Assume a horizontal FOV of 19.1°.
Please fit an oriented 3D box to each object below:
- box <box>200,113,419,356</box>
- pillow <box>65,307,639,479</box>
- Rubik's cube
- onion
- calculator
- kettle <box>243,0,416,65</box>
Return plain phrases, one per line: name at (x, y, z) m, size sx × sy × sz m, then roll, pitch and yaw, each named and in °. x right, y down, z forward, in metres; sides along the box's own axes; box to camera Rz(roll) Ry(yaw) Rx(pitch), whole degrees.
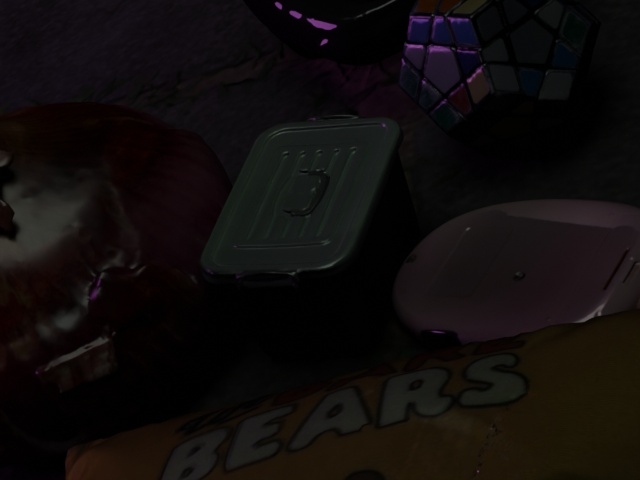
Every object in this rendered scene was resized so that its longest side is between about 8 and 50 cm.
box at (0.000, 0.000, 0.954) m, size 0.084 × 0.069 × 0.122 m, roll -2°, pitch 43°, yaw 25°
pillow at (0.017, 0.157, 0.701) m, size 0.310 × 0.119 × 0.312 m, roll -19°, pitch 37°, yaw 21°
Rubik's cube at (0.093, -0.099, 0.996) m, size 0.111 × 0.111 × 0.093 m, roll -38°, pitch 8°, yaw -14°
onion at (-0.156, 0.001, 0.987) m, size 0.230 × 0.163 × 0.230 m, roll -12°, pitch 37°, yaw 9°
calculator at (0.106, 0.019, 0.898) m, size 0.166 × 0.024 × 0.103 m, roll 4°, pitch 46°, yaw 40°
kettle at (0.059, -0.198, 1.121) m, size 0.232 × 0.144 × 0.202 m, roll -41°, pitch 45°, yaw -6°
